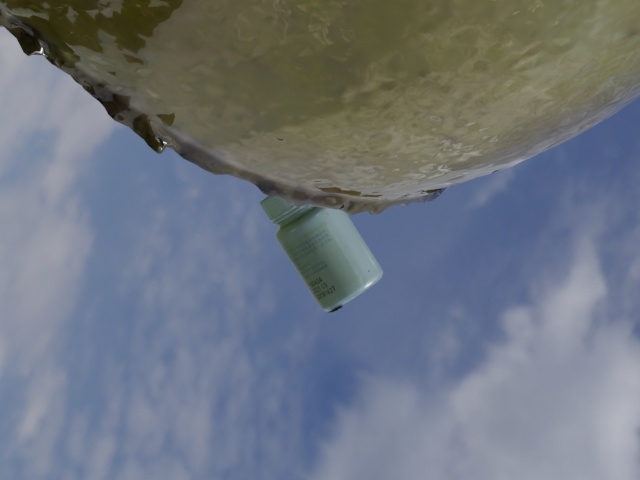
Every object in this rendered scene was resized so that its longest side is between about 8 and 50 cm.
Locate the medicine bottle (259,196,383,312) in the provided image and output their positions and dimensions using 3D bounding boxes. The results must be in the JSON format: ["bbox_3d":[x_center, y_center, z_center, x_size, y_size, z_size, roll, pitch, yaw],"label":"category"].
[{"bbox_3d":[0.000,0.000,1.010,0.047,0.083,0.047,-33,-177,2],"label":"medicine bottle"}]

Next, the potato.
[{"bbox_3d":[0.030,-0.257,0.592,0.319,0.442,0.385,-28,-156,44],"label":"potato"}]
